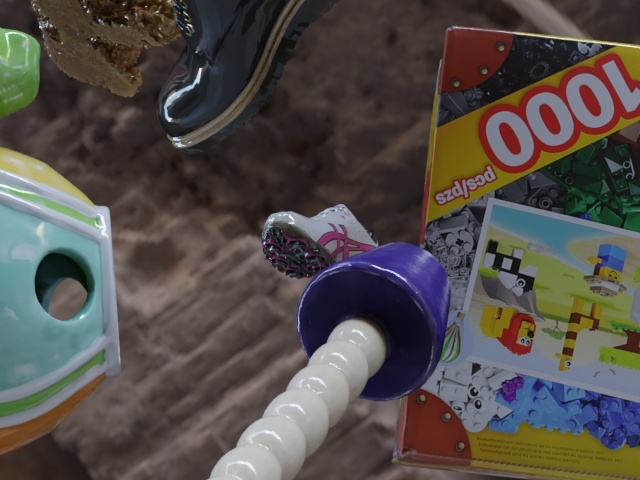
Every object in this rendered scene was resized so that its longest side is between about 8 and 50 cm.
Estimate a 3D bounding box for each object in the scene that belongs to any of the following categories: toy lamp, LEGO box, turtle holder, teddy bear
[{"bbox_3d":[-0.005,0.073,0.701,0.080,0.080,0.274,-47,-2,31],"label":"toy lamp"},{"bbox_3d":[0.331,0.039,1.351,0.500,0.372,0.193,6,-9,2],"label":"LEGO box"},{"bbox_3d":[-0.277,0.018,1.220,0.227,0.320,0.243,-4,-32,-6],"label":"turtle holder"},{"bbox_3d":[-0.237,-0.283,1.524,0.113,0.245,0.338,-61,-34,-22],"label":"teddy bear"}]

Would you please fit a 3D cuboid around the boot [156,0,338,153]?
[{"bbox_3d":[-0.075,-0.138,0.815,0.137,0.077,0.198,16,-49,-29],"label":"boot"}]

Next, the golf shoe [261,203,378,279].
[{"bbox_3d":[0.000,0.000,1.533,0.067,0.086,0.186,-6,-21,29],"label":"golf shoe"}]
